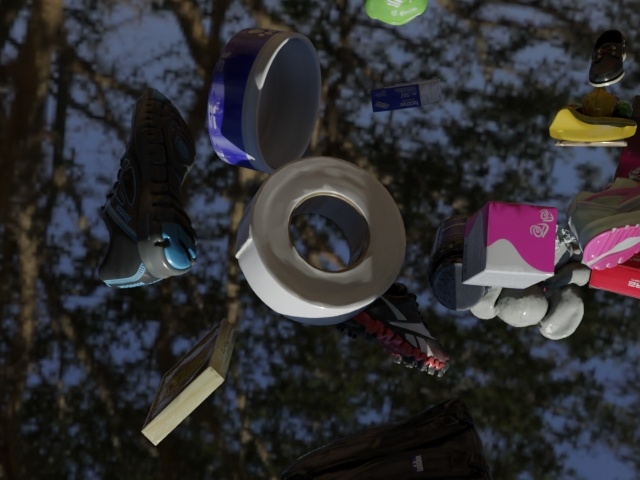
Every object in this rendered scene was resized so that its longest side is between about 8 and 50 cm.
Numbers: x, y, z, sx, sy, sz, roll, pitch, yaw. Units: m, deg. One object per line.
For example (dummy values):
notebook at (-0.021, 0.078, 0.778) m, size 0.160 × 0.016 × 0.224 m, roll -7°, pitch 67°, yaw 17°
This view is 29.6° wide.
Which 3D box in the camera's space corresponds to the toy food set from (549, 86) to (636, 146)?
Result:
toy food set at (0.412, -0.194, 1.841) m, size 0.128 × 0.071 × 0.218 m, roll 0°, pitch 175°, yaw 10°

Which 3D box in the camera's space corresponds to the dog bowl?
dog bowl at (-0.102, -0.261, 2.262) m, size 0.104 × 0.265 × 0.265 m, roll 13°, pitch -159°, yaw 23°

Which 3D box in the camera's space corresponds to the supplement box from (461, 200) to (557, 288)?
supplement box at (0.300, 0.011, 1.947) m, size 0.114 × 0.111 × 0.220 m, roll 5°, pitch 173°, yaw -1°

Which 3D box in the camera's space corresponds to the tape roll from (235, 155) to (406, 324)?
tape roll at (0.000, 0.000, 2.107) m, size 0.286 × 0.286 × 0.100 m, roll 1°, pitch 161°, yaw -19°

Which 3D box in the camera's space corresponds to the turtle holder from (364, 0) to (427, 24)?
turtle holder at (0.179, -0.412, 1.412) m, size 0.243 × 0.320 × 0.227 m, roll 2°, pitch 180°, yaw -2°

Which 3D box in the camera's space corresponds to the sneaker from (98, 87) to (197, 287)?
sneaker at (-0.270, -0.084, 1.804) m, size 0.139 × 0.125 × 0.341 m, roll -22°, pitch -131°, yaw 23°

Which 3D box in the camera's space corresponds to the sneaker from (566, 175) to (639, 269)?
sneaker at (0.445, -0.041, 1.661) m, size 0.252 × 0.103 × 0.111 m, roll -6°, pitch -132°, yaw -27°

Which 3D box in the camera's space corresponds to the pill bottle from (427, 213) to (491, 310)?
pill bottle at (0.258, 0.042, 2.204) m, size 0.122 × 0.123 × 0.219 m, roll 11°, pitch -158°, yaw 6°

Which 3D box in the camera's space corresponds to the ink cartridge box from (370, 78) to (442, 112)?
ink cartridge box at (0.169, -0.283, 2.358) m, size 0.097 × 0.046 × 0.207 m, roll -5°, pitch -172°, yaw 18°

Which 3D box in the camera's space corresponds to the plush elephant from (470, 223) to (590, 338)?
plush elephant at (0.480, 0.094, 2.806) m, size 0.271 × 0.255 × 0.330 m, roll 26°, pitch 178°, yaw 1°

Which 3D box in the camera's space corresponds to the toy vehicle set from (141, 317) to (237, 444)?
toy vehicle set at (-0.225, 0.240, 2.120) m, size 0.035 × 0.166 × 0.267 m, roll 45°, pitch -169°, yaw -9°

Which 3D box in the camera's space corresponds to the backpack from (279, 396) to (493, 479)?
backpack at (0.101, 0.446, 2.056) m, size 0.355 × 0.273 × 0.290 m, roll -7°, pitch -145°, yaw -7°

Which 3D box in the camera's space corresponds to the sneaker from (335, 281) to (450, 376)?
sneaker at (0.154, 0.156, 2.257) m, size 0.276 × 0.135 × 0.097 m, roll 32°, pitch 166°, yaw -31°

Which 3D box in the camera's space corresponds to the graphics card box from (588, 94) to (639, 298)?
graphics card box at (0.617, -0.067, 2.093) m, size 0.232 × 0.094 × 0.371 m, roll 14°, pitch -120°, yaw 15°

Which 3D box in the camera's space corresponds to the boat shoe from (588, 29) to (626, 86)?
boat shoe at (0.387, -0.246, 1.640) m, size 0.049 × 0.042 × 0.133 m, roll -7°, pitch -152°, yaw 24°
